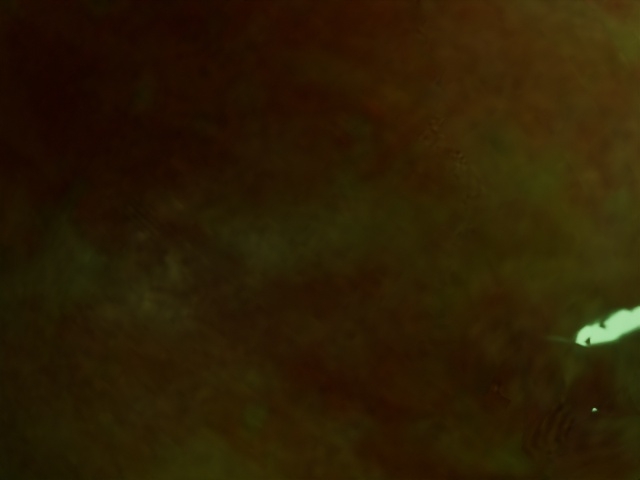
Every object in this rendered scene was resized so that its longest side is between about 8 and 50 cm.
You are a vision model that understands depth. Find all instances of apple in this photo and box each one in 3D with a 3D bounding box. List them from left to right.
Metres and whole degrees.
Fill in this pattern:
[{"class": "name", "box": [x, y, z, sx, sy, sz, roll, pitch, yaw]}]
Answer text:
[{"class": "apple", "box": [0.000, 0.000, 0.526, 0.301, 0.301, 0.301, 49, -4, 4]}]
